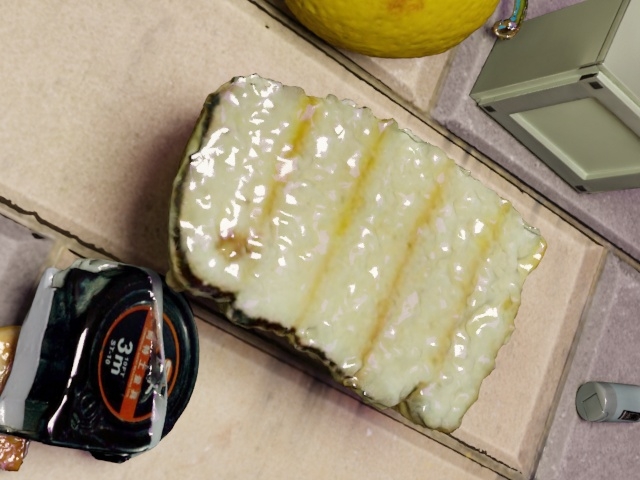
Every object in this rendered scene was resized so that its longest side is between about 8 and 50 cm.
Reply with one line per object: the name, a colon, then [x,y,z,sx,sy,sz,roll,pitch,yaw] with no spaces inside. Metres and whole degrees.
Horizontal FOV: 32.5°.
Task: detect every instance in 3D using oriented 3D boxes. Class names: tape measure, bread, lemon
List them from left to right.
tape measure: [-0.198,0.111,1.009,0.181,0.107,0.182,37,61,-52]
bread: [-0.008,-0.004,1.074,0.395,0.264,0.239,30,84,-27]
lemon: [0.078,-0.310,1.142,0.267,0.267,0.267,2,86,-32]

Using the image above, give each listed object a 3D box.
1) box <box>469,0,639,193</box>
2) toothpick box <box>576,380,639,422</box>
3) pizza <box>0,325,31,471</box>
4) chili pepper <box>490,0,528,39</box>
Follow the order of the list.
box: [0.341,-0.163,1.307,0.225,0.225,0.117,36,69,-24]
toothpick box: [0.376,0.208,1.408,0.083,0.052,0.052,7,83,-32]
pizza: [-0.313,0.154,0.989,0.131,0.041,0.178,44,66,-19]
chili pepper: [0.189,-0.434,1.305,0.110,0.110,0.387,-24,96,-31]
